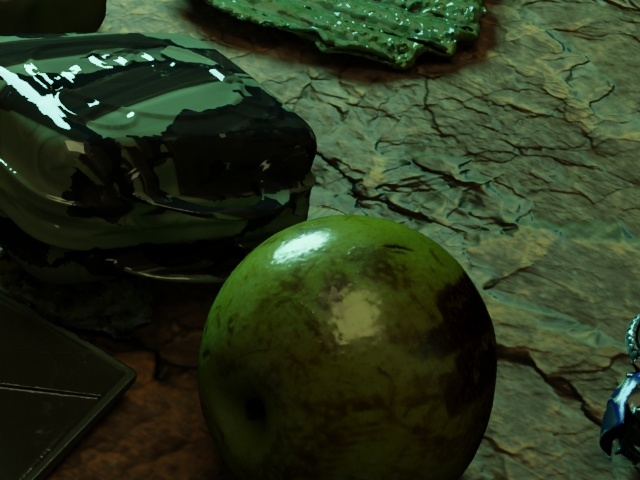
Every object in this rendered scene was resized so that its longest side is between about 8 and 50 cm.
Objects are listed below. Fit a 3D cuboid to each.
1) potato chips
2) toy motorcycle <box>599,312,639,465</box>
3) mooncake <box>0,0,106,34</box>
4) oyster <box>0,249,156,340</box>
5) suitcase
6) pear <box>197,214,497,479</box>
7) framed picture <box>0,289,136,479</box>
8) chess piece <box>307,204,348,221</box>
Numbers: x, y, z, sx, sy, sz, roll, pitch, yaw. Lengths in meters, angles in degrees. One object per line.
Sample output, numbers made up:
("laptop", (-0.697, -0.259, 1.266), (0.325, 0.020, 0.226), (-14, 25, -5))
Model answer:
("potato chips", (0.007, -0.352, 2.234), (0.429, 0.070, 0.358), (17, 43, 8))
("toy motorcycle", (0.369, 0.198, 1.654), (0.169, 0.113, 0.315), (-27, 61, -22))
("mooncake", (-0.373, -0.297, 2.053), (0.235, 0.117, 0.235), (6, 38, -5))
("oyster", (-0.240, 0.050, 1.738), (0.166, 0.053, 0.108), (3, 51, -19))
("suitcase", (-0.180, -0.064, 1.740), (0.351, 0.194, 0.339), (-7, 35, -42))
("pear", (0.030, 0.113, 1.563), (0.283, 0.283, 0.283), (6, 41, -5))
("framed picture", (-0.328, 0.123, 1.642), (0.265, 0.018, 0.192), (28, 51, 21))
("chess piece", (0.000, 0.000, 1.852), (0.084, 0.038, 0.083), (4, 43, -4))
